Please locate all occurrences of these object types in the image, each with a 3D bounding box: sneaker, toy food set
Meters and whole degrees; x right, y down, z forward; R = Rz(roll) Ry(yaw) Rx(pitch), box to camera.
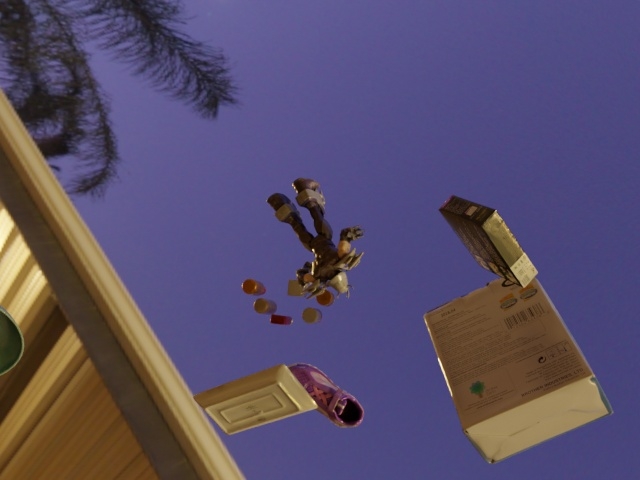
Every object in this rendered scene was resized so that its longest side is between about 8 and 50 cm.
[{"bbox_3d":[0.013,0.372,1.498,0.236,0.104,0.095,35,-101,-15],"label":"sneaker"},{"bbox_3d":[-0.075,0.157,1.584,0.232,0.104,0.111,3,-98,14],"label":"toy food set"}]

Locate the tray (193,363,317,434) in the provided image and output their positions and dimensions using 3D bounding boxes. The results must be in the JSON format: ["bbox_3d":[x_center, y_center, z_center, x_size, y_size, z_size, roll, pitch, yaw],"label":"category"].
[{"bbox_3d":[-0.154,0.374,1.436,0.270,0.030,0.145,-24,-65,26],"label":"tray"}]

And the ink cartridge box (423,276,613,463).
[{"bbox_3d":[0.395,0.232,1.356,0.269,0.151,0.396,-27,-144,12],"label":"ink cartridge box"}]

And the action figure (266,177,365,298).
[{"bbox_3d":[0.000,0.000,1.331,0.185,0.099,0.285,-36,-118,16],"label":"action figure"}]

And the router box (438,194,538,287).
[{"bbox_3d":[0.317,0.000,1.199,0.046,0.179,0.133,-45,-150,-7],"label":"router box"}]

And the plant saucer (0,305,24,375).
[{"bbox_3d":[-0.297,0.070,0.501,0.119,0.119,0.021,-44,-145,27],"label":"plant saucer"}]
